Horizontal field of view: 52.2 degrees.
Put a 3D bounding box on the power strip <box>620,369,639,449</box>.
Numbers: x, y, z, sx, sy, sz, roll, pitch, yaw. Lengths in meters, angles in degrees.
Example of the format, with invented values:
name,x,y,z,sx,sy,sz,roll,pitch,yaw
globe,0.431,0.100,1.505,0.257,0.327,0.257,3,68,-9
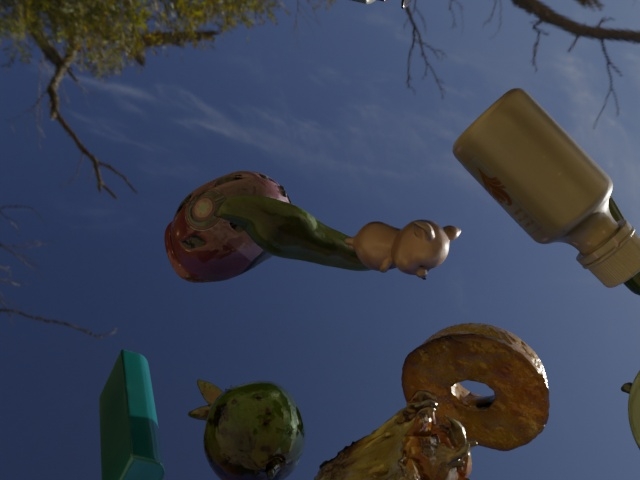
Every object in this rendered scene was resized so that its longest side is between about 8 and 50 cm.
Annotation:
name,x,y,z,sx,sy,sz,roll,pitch,yaw
power strip,0.826,0.370,1.376,0.357,0.161,0.357,-10,-112,27

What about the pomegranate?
name,x,y,z,sx,sy,sz,roll,pitch,yaw
pomegranate,-0.118,0.274,0.941,0.220,0.156,0.156,4,-129,37

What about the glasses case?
name,x,y,z,sx,sy,sz,roll,pitch,yaw
glasses case,-0.319,0.313,1.095,0.070,0.117,0.301,22,-166,-28

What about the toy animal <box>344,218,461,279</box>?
name,x,y,z,sx,sy,sz,roll,pitch,yaw
toy animal,0.104,0.006,0.860,0.150,0.089,0.083,-5,-157,24

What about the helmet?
name,x,y,z,sx,sy,sz,roll,pitch,yaw
helmet,-0.176,-0.042,1.245,0.253,0.154,0.198,-17,-116,-14

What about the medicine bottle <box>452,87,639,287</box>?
name,x,y,z,sx,sy,sz,roll,pitch,yaw
medicine bottle,0.278,-0.057,0.773,0.114,0.114,0.252,-40,-96,-24

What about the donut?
name,x,y,z,sx,sy,sz,roll,pitch,yaw
donut,0.325,0.294,1.361,0.303,0.303,0.110,25,-148,14

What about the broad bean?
name,x,y,z,sx,sy,sz,roll,pitch,yaw
broad bean,-0.003,-0.002,0.974,0.325,0.075,0.067,15,-145,-21

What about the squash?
name,x,y,z,sx,sy,sz,roll,pitch,yaw
squash,0.567,-0.011,1.258,0.069,0.069,0.258,-18,-108,-13

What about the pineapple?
name,x,y,z,sx,sy,sz,roll,pitch,yaw
pineapple,0.039,0.166,0.426,0.137,0.116,0.069,-39,-80,-44

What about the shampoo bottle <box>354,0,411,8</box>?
name,x,y,z,sx,sy,sz,roll,pitch,yaw
shampoo bottle,0.075,-0.535,1.353,0.284,0.071,0.153,25,-141,29
